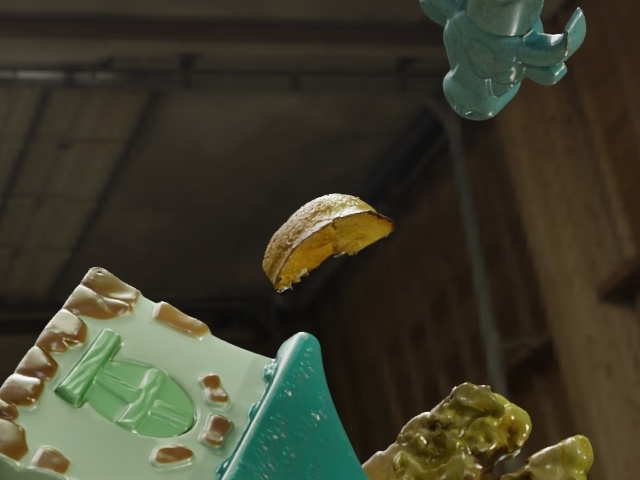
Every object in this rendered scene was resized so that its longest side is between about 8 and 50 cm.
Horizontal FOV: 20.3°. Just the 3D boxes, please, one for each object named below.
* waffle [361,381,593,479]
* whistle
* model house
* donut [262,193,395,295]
[{"bbox_3d":[0.023,0.226,1.196,0.151,0.324,0.261,52,-51,21],"label":"waffle"},{"bbox_3d":[0.180,-0.221,1.789,0.186,0.093,0.274,33,-33,19],"label":"whistle"},{"bbox_3d":[-0.048,0.099,0.664,0.127,0.149,0.100,-62,171,-54],"label":"model house"},{"bbox_3d":[0.000,0.000,1.207,0.083,0.067,0.038,-48,-125,14],"label":"donut"}]
